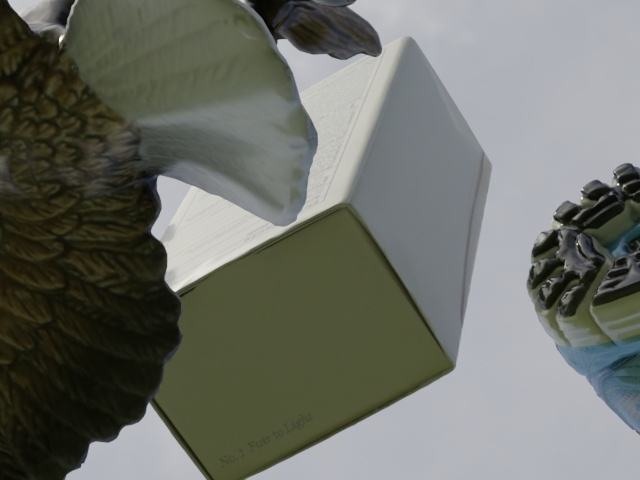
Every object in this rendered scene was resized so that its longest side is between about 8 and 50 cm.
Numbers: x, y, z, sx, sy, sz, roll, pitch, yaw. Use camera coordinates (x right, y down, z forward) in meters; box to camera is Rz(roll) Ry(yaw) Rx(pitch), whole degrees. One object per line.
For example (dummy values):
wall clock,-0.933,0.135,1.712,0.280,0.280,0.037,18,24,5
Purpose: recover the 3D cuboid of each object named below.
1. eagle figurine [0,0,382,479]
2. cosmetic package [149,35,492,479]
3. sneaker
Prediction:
eagle figurine,-0.129,-0.027,0.663,0.298,0.225,0.226,-36,-114,1
cosmetic package,0.000,0.000,1.118,0.160,0.309,0.113,-28,-74,19
sneaker,0.133,-0.001,0.455,0.162,0.063,0.073,-23,-59,8
